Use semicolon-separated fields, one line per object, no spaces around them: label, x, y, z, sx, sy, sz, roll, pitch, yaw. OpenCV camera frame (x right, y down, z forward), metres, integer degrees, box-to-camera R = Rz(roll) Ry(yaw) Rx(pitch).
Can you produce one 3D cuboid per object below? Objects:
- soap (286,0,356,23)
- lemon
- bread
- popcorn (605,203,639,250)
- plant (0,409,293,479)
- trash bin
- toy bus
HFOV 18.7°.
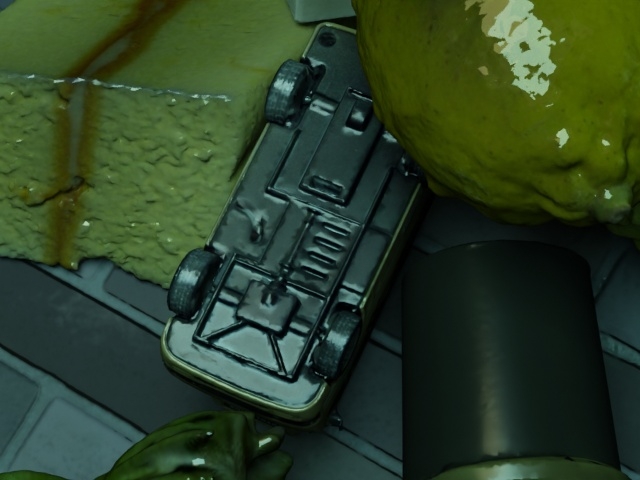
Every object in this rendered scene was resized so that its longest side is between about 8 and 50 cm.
soap;0.011;-0.294;1.908;0.121;0.064;0.183;-11;44;-10
lemon;0.170;-0.158;1.606;0.285;0.285;0.316;-38;86;-5
bread;-0.161;-0.156;1.962;0.346;0.242;0.405;18;42;18
popcorn;0.363;-0.083;1.761;0.235;0.250;0.241;3;67;52
plant;-0.185;0.253;1.699;0.333;0.251;0.180;-3;47;4
trash bin;0.165;0.182;1.699;0.214;0.214;0.333;-5;68;7
toy bus;0.000;0.000;1.785;0.177;0.202;0.365;23;70;10
